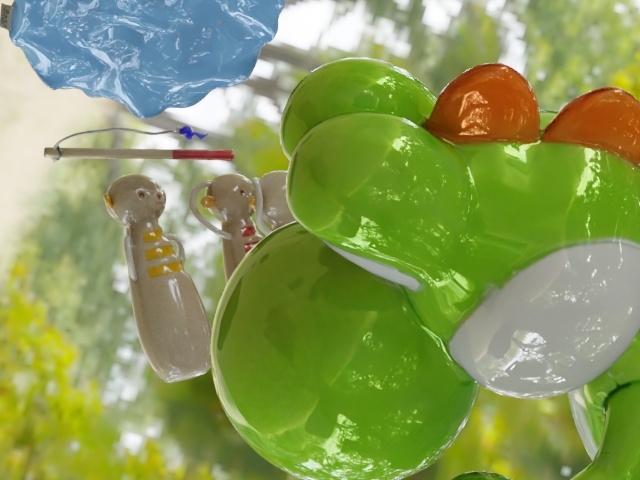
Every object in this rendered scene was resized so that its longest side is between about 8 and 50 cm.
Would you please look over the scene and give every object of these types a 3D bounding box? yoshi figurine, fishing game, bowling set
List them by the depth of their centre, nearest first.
[{"bbox_3d":[0.102,0.066,0.752,0.203,0.362,0.203,-60,-155,-7],"label":"yoshi figurine"},{"bbox_3d":[-0.118,-0.162,1.224,0.041,0.189,0.264,-104,-163,-49],"label":"fishing game"},{"bbox_3d":[0.000,0.000,1.361,0.200,0.287,0.154,-21,-100,28],"label":"bowling set"}]
